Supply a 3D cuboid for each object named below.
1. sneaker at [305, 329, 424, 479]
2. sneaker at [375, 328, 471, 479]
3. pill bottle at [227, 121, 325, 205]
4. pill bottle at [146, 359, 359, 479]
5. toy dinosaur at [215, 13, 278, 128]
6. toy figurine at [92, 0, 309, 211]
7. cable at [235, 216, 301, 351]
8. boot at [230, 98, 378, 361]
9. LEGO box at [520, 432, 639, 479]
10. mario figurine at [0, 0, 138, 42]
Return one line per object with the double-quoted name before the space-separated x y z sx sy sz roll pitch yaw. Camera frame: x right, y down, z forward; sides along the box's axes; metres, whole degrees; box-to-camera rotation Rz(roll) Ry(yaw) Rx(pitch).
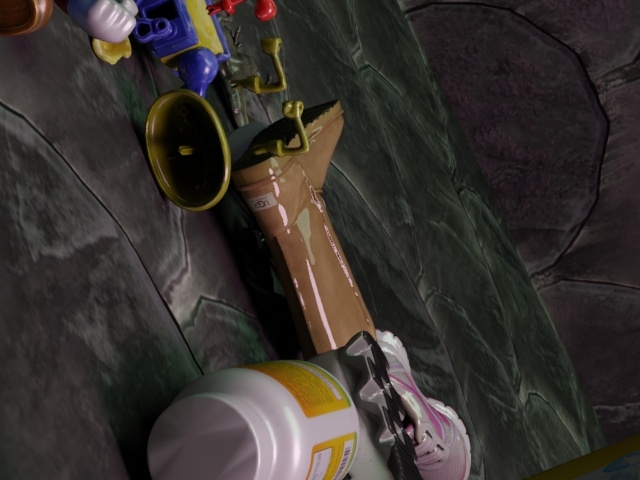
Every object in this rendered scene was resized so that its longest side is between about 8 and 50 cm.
"sneaker" 0.029 0.252 1.662 0.122 0.146 0.330 57 12 -44
"sneaker" 0.100 0.232 2.059 0.252 0.103 0.111 51 24 -26
"pill bottle" -0.057 -0.070 1.988 0.137 0.078 0.078 55 19 -35
"pill bottle" -0.061 0.179 1.493 0.136 0.136 0.246 69 15 8
"toy dinosaur" -0.105 -0.218 2.091 0.268 0.064 0.118 68 22 -4
"toy figurine" -0.122 -0.222 1.811 0.217 0.191 0.362 -11 79 -80
"cable" -0.036 0.054 1.938 0.184 0.047 0.150 59 17 -27
"boot" 0.000 0.000 1.904 0.236 0.089 0.269 -46 119 -53
"LEGO box" 0.056 0.303 1.017 0.193 0.500 0.372 66 16 0
"mario figurine" -0.231 -0.302 1.554 0.320 0.170 0.198 -61 161 -62
